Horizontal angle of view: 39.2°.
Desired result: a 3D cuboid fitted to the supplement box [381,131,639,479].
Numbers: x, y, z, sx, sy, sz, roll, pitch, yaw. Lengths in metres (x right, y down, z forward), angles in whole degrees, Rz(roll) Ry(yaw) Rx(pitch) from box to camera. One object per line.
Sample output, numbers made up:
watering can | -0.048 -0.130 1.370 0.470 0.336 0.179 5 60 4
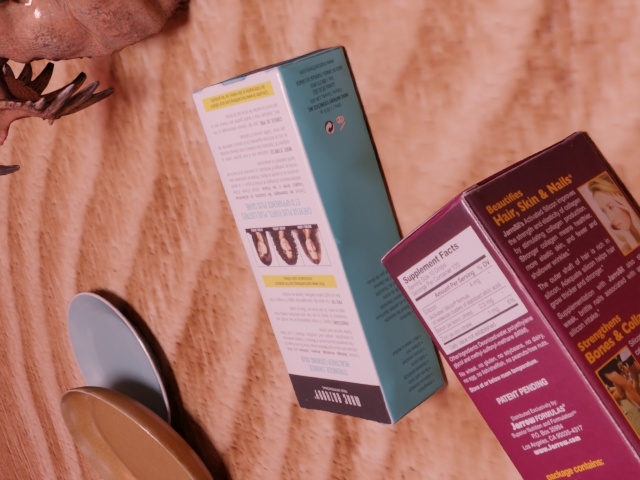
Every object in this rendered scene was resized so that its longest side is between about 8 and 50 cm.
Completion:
supplement box | 0.132 0.052 0.458 0.188 0.104 0.081 57 143 7

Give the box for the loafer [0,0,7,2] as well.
loafer | -0.115 -0.183 0.518 0.087 0.251 0.094 -96 -14 -48

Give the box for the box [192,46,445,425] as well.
box | 0.000 0.000 0.615 0.100 0.060 0.244 -2 110 50

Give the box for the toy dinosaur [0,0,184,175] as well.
toy dinosaur | -0.182 -0.169 0.659 0.295 0.127 0.200 -14 125 15

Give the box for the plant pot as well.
plant pot | -0.187 0.241 0.972 0.236 0.032 0.236 27 141 24

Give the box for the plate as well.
plate | -0.215 0.138 0.983 0.188 0.024 0.188 28 132 36
